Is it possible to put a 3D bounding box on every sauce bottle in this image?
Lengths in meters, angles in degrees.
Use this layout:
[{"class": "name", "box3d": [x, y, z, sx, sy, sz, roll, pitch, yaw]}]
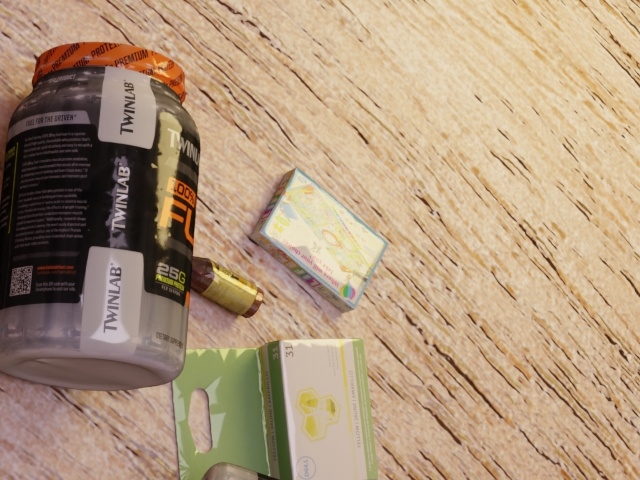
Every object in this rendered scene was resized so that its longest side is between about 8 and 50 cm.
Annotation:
[{"class": "sauce bottle", "box3d": [-0.125, 0.044, 1.987, 0.128, 0.042, 0.042, 31, 62, -25]}]

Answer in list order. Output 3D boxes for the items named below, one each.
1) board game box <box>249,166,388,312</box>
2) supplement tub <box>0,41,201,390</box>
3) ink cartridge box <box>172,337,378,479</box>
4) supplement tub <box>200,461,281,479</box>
[{"class": "board game box", "box3d": [0.000, 0.000, 2.092, 0.154, 0.026, 0.103, 40, 59, -19]}, {"class": "supplement tub", "box3d": [-0.234, -0.023, 1.834, 0.207, 0.207, 0.338, 12, 72, -31]}, {"class": "ink cartridge box", "box3d": [-0.051, 0.199, 1.991, 0.235, 0.056, 0.171, 2, 77, -35]}, {"class": "supplement tub", "box3d": [0.002, 0.370, 1.843, 0.316, 0.193, 0.193, 20, 66, -6]}]
